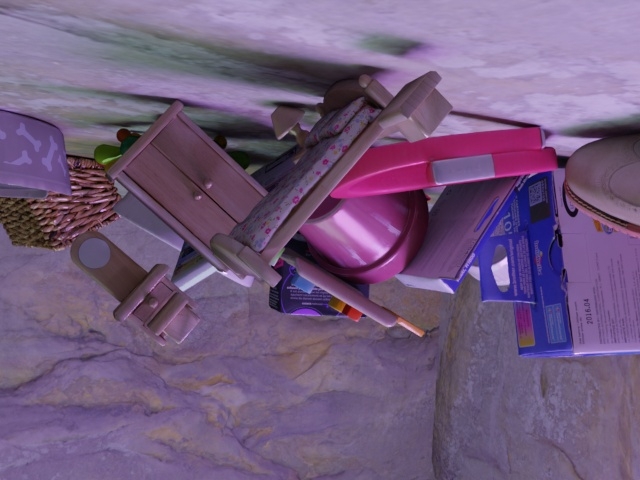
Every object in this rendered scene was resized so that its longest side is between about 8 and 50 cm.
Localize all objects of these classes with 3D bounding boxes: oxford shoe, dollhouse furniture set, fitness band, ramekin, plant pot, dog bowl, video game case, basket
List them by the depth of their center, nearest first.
[{"bbox_3d":[-0.102,-0.049,0.636,0.174,0.303,0.355,43,166,-13],"label":"dollhouse furniture set"},{"bbox_3d":[0.399,-0.080,0.654,0.146,0.141,0.397,42,161,-32],"label":"oxford shoe"},{"bbox_3d":[0.148,-0.093,0.839,0.290,0.054,0.209,-8,-178,-23],"label":"fitness band"},{"bbox_3d":[-0.103,-0.036,0.930,0.212,0.023,0.193,-31,-153,18],"label":"video game case"},{"bbox_3d":[-0.536,-0.127,0.985,0.348,0.102,0.349,3,179,0],"label":"dog bowl"},{"bbox_3d":[0.039,-0.052,1.032,0.201,0.201,0.180,3,163,35],"label":"plant pot"},{"bbox_3d":[-0.211,-0.041,1.212,0.277,0.135,0.277,30,176,2],"label":"ramekin"},{"bbox_3d":[-0.569,-0.124,1.449,0.213,0.223,0.299,-36,-156,-34],"label":"basket"},{"bbox_3d":[0.390,-0.008,1.543,0.207,0.207,0.109,3,168,38],"label":"ramekin"}]

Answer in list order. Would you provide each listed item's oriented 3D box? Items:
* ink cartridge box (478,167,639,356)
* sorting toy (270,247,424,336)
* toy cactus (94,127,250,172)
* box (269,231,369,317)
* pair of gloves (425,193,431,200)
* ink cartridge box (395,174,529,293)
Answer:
[{"bbox_3d":[0.437,0.036,1.033,0.395,0.270,0.151,1,168,-17],"label":"ink cartridge box"},{"bbox_3d":[0.016,0.081,1.087,0.347,0.047,0.196,31,179,-12],"label":"sorting toy"},{"bbox_3d":[-0.209,-0.115,0.940,0.218,0.112,0.180,12,168,-6],"label":"toy cactus"},{"bbox_3d":[0.000,0.000,1.258,0.165,0.271,0.143,4,179,-13],"label":"box"},{"bbox_3d":[0.147,-0.108,1.561,0.198,0.023,0.159,9,179,-18],"label":"pair of gloves"},{"bbox_3d":[0.219,-0.024,1.019,0.045,0.223,0.224,37,170,-13],"label":"ink cartridge box"}]
